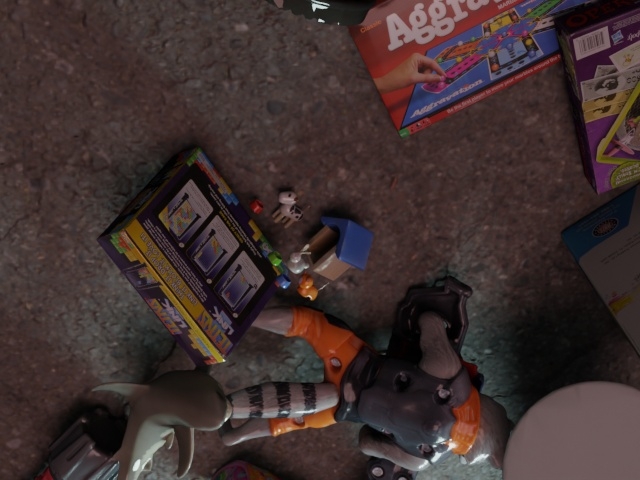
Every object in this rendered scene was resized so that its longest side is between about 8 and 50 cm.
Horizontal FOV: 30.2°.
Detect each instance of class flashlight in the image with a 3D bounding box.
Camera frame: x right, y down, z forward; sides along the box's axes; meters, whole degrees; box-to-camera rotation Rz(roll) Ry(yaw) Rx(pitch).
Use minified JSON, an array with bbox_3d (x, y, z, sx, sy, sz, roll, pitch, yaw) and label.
[{"bbox_3d":[-0.340,0.315,1.347,0.103,0.103,0.304,35,109,-30],"label":"flashlight"}]

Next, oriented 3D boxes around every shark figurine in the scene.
[{"bbox_3d":[-0.194,0.194,1.235,0.116,0.166,0.278,20,128,-25],"label":"shark figurine"}]

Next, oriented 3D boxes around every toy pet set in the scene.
[{"bbox_3d":[0.000,0.000,1.222,0.065,0.122,0.114,-41,137,22],"label":"toy pet set"}]

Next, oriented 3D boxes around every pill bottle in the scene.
[{"bbox_3d":[0.320,0.311,1.303,0.224,0.224,0.392,-24,148,4],"label":"pill bottle"}]

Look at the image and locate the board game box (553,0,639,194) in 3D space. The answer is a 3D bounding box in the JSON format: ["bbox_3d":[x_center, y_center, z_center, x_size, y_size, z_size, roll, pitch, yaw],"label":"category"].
[{"bbox_3d":[0.422,-0.193,1.207,0.347,0.056,0.208,-20,124,1],"label":"board game box"}]

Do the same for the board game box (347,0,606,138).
[{"bbox_3d":[0.176,-0.224,1.176,0.281,0.027,0.145,-26,119,5],"label":"board game box"}]

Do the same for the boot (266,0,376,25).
[{"bbox_3d":[-0.042,-0.356,0.990,0.348,0.131,0.260,27,116,-24],"label":"boot"}]

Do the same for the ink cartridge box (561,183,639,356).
[{"bbox_3d":[0.418,0.071,1.242,0.198,0.270,0.197,-33,119,10],"label":"ink cartridge box"}]

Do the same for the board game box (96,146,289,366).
[{"bbox_3d":[-0.122,0.016,1.184,0.048,0.141,0.170,-14,119,44],"label":"board game box"}]

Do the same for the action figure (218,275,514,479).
[{"bbox_3d":[0.046,0.208,1.303,0.330,0.178,0.341,8,106,5],"label":"action figure"}]

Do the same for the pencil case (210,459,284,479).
[{"bbox_3d":[-0.010,0.369,1.421,0.284,0.124,0.124,31,110,-23],"label":"pencil case"}]
